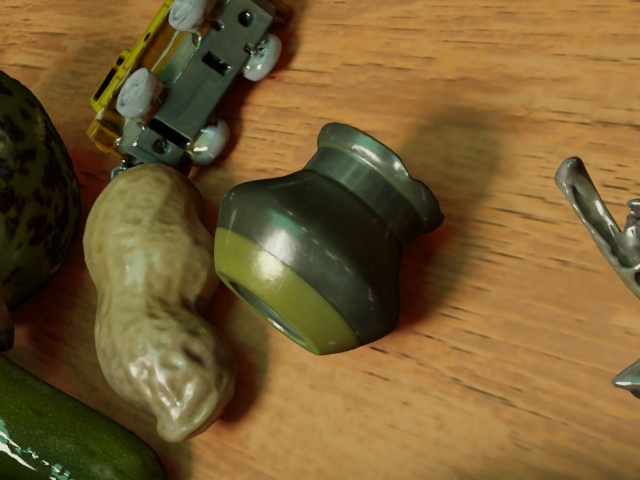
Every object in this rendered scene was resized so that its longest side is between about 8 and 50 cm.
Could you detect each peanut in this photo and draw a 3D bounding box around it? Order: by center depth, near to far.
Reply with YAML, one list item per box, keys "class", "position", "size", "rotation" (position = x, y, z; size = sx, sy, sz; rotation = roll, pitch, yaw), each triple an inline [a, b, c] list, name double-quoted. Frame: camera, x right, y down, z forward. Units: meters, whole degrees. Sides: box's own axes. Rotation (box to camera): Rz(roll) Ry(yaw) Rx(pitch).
- class: "peanut"
  position: [-0.115, 0.042, 0.747]
  size: [0.104, 0.085, 0.228]
  rotation: [-24, 55, 17]

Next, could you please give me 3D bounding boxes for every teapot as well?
- class: "teapot"
  position: [0.000, 0.000, 0.656]
  size: [0.119, 0.130, 0.165]
  rotation: [-50, 11, -12]

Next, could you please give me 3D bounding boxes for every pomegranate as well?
- class: "pomegranate"
  position: [-0.320, -0.022, 0.857]
  size: [0.254, 0.254, 0.271]
  rotation: [-34, 64, 23]

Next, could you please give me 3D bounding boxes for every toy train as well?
- class: "toy train"
  position: [-0.111, -0.140, 0.841]
  size: [0.219, 0.089, 0.127]
  rotation: [-57, 34, 3]

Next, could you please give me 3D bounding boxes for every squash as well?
- class: "squash"
  position: [-0.250, 0.108, 0.730]
  size: [0.331, 0.087, 0.087]
  rotation: [30, 89, 5]

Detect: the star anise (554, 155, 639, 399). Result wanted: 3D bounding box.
- class: "star anise"
  position: [0.223, 0.027, 0.458]
  size: [0.262, 0.081, 0.230]
  rotation: [22, 84, 35]
